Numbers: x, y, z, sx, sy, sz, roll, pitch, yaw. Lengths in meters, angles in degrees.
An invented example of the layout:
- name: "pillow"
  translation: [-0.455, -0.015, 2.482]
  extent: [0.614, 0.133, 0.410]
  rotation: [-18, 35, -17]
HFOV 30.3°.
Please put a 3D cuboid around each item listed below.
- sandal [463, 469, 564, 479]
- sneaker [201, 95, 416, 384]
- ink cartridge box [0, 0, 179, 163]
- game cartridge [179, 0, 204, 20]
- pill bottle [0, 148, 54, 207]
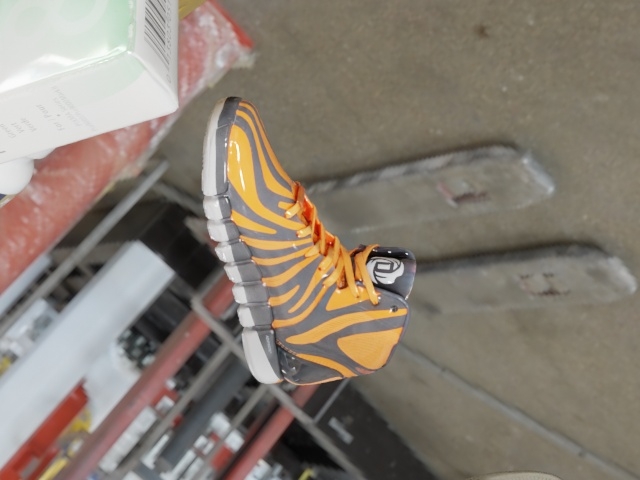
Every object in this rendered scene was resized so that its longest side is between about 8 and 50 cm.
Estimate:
- name: "sandal"
  translation: [0.085, 0.201, 0.823]
  extent: [0.219, 0.090, 0.060]
  rotation: [2, 152, -14]
- name: "sneaker"
  translation: [0.000, 0.000, 1.143]
  extent: [0.180, 0.124, 0.321]
  rotation: [-4, 125, 15]
- name: "ink cartridge box"
  translation: [-0.180, -0.117, 0.595]
  extent: [0.224, 0.181, 0.056]
  rotation: [-14, 147, 13]
- name: "game cartridge"
  translation: [-0.214, -0.182, 1.094]
  extent: [0.053, 0.323, 0.285]
  rotation: [55, -172, -9]
- name: "pill bottle"
  translation: [-0.439, -0.089, 1.402]
  extent: [0.264, 0.153, 0.153]
  rotation: [-36, 114, 19]
